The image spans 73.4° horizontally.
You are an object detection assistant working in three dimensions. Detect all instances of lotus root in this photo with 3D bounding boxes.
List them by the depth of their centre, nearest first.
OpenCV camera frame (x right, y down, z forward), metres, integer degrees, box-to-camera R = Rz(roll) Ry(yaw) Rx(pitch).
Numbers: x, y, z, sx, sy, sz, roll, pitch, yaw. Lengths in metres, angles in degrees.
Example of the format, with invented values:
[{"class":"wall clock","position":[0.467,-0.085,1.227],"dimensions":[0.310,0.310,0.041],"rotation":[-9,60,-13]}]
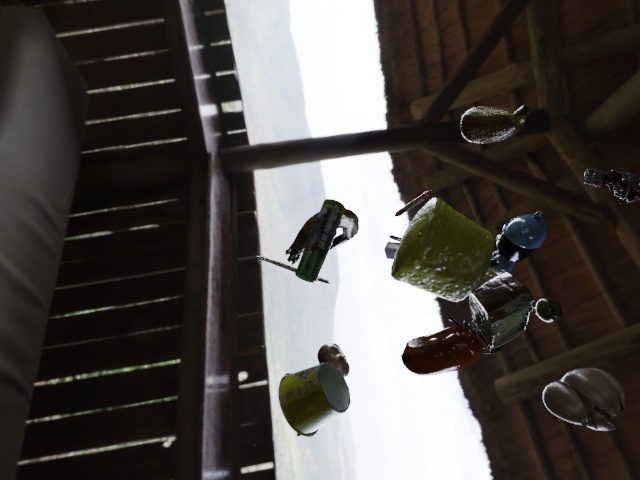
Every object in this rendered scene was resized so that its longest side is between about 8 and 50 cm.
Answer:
[{"class":"lotus root","position":[0.440,-0.294,1.081],"dimensions":[0.191,0.108,0.094],"rotation":[19,-74,58]},{"class":"lotus root","position":[0.458,0.175,1.092],"dimensions":[0.234,0.119,0.138],"rotation":[60,6,-49]}]

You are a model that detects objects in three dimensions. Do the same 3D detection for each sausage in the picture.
[{"class":"sausage","position":[0.383,0.358,1.363],"dimensions":[0.133,0.259,0.133],"rotation":[54,23,-37]},{"class":"sausage","position":[0.459,-0.181,2.130],"dimensions":[0.029,0.223,0.029],"rotation":[56,2,-3]}]

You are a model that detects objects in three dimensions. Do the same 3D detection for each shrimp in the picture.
[{"class":"shrimp","position":[-0.001,-0.007,1.980],"dimensions":[0.445,0.272,0.085],"rotation":[-41,-132,34]}]

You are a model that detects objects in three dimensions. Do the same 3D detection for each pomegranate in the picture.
[{"class":"pomegranate","position":[1.078,0.334,2.056],"dimensions":[0.161,0.122,0.122],"rotation":[141,-59,-64]}]

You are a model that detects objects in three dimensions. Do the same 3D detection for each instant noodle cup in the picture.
[{"class":"instant noodle cup","position":[-0.012,0.481,1.327],"dimensions":[0.205,0.153,0.204],"rotation":[41,28,-28]}]

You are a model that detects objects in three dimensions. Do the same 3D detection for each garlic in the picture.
[{"class":"garlic","position":[0.783,0.454,1.266],"dimensions":[0.191,0.214,0.160],"rotation":[31,-77,58]},{"class":"garlic","position":[0.046,0.461,1.634],"dimensions":[0.147,0.102,0.159],"rotation":[53,1,-22]}]

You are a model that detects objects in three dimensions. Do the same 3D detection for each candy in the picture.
[{"class":"candy","position":[0.452,0.060,2.478],"dimensions":[0.073,0.160,0.092],"rotation":[-61,142,-35]}]

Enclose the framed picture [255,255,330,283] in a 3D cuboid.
[{"class":"framed picture","position":[-0.117,0.130,1.913],"dimensions":[0.018,0.293,0.231],"rotation":[-69,160,-4]}]

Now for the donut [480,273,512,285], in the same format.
[{"class":"donut","position":[0.820,0.141,2.131],"dimensions":[0.383,0.142,0.382],"rotation":[42,15,-14]}]

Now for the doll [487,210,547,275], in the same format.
[{"class":"doll","position":[0.742,0.009,1.637],"dimensions":[0.141,0.177,0.314],"rotation":[54,-44,31]}]

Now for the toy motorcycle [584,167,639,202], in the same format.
[{"class":"toy motorcycle","position":[1.046,-0.194,1.518],"dimensions":[0.122,0.213,0.082],"rotation":[-48,148,-38]}]

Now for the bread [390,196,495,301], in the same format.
[{"class":"bread","position":[0.451,0.039,1.596],"dimensions":[0.348,0.308,0.348],"rotation":[25,90,-83]}]

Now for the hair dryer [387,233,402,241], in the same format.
[{"class":"hair dryer","position":[0.464,0.035,1.933],"dimensions":[0.173,0.358,0.107],"rotation":[-153,-100,-79]}]

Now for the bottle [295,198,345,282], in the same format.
[{"class":"bottle","position":[0.000,0.000,1.671],"dimensions":[0.093,0.093,0.329],"rotation":[86,24,-71]}]

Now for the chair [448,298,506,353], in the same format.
[{"class":"chair","position":[0.691,0.372,1.847],"dimensions":[0.213,0.174,0.149],"rotation":[47,-6,0]}]

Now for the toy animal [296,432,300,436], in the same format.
[{"class":"toy animal","position":[-0.059,0.737,1.723],"dimensions":[0.136,0.047,0.064],"rotation":[19,53,-62]}]
